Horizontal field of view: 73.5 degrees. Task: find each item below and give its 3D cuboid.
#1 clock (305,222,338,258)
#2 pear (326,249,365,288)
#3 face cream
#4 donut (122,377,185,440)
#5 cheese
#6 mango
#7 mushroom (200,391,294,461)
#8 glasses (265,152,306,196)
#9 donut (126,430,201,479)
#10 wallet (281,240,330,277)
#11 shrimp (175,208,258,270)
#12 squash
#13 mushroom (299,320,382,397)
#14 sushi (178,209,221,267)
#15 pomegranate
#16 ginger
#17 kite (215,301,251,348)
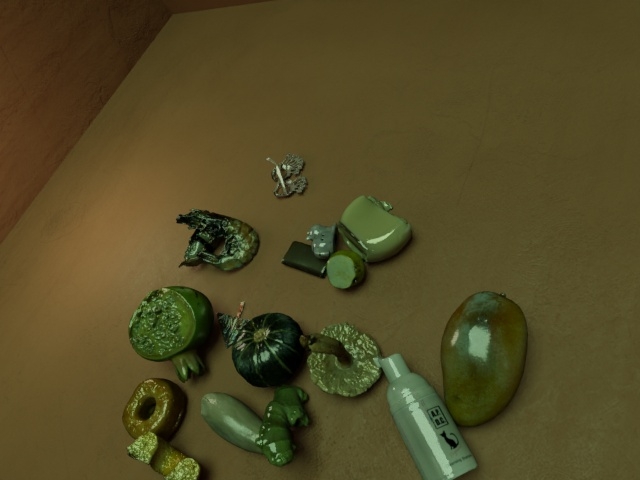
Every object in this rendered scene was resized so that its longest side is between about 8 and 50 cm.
[{"bbox_3d":[0.000,0.001,1.609,0.117,0.080,0.176,-2,36,11],"label":"clock"},{"bbox_3d":[0.096,0.101,1.520,0.141,0.104,0.141,3,94,36],"label":"pear"},{"bbox_3d":[0.263,0.462,1.174,0.145,0.145,0.370,-31,59,5],"label":"face cream"},{"bbox_3d":[-0.592,0.605,1.529,0.226,0.114,0.227,-11,56,17],"label":"donut"},{"bbox_3d":[0.198,-0.052,1.554,0.233,0.127,0.266,-41,55,-7],"label":"cheese"},{"bbox_3d":[0.437,0.320,1.174,0.221,0.199,0.384,17,82,28],"label":"mango"},{"bbox_3d":[-0.242,0.592,1.364,0.350,0.128,0.128,16,68,25],"label":"mushroom"},{"bbox_3d":[-0.148,-0.302,1.893,0.162,0.095,0.255,-17,57,5],"label":"glasses"},{"bbox_3d":[-0.491,0.725,1.388,0.259,0.152,0.101,25,58,12],"label":"donut"},{"bbox_3d":[-0.049,0.070,1.653,0.198,0.031,0.110,16,68,32],"label":"wallet"},{"bbox_3d":[-0.439,-0.005,1.781,0.364,0.071,0.233,16,70,-1],"label":"shrimp"},{"bbox_3d":[-0.174,0.362,1.440,0.252,0.165,0.252,-16,39,13],"label":"squash"},{"bbox_3d":[0.063,0.363,1.269,0.233,0.301,0.208,4,90,11],"label":"mushroom"},{"bbox_3d":[-0.506,0.018,1.854,0.109,0.134,0.273,19,56,0],"label":"sushi"},{"bbox_3d":[-0.525,0.345,1.612,0.309,0.216,0.359,-28,83,7],"label":"pomegranate"},{"bbox_3d":[-0.106,0.540,1.281,0.137,0.290,0.089,37,111,1],"label":"ginger"},{"bbox_3d":[-0.333,0.321,1.645,0.232,0.009,0.189,5,63,28],"label":"kite"}]
